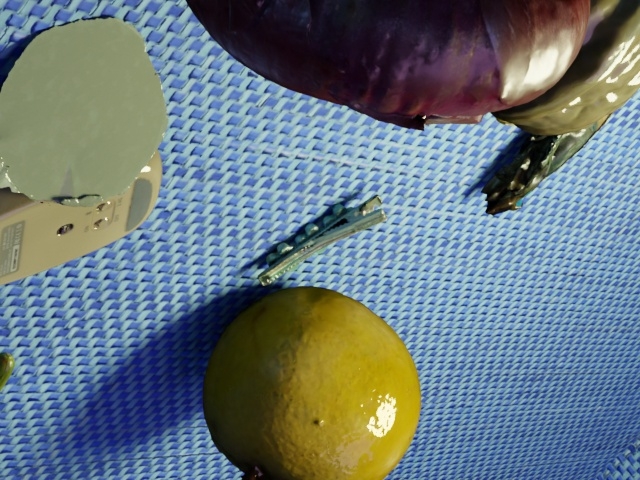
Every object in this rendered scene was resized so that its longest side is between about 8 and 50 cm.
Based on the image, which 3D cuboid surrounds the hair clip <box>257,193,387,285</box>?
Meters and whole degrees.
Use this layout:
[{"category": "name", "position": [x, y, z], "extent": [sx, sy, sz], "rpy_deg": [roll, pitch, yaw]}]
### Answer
[{"category": "hair clip", "position": [0.000, 0.000, 2.191], "extent": [0.173, 0.049, 0.049], "rpy_deg": [-30, 155, -3]}]

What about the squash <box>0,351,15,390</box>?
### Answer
[{"category": "squash", "position": [-0.354, 0.152, 2.007], "extent": [0.027, 0.027, 0.083], "rpy_deg": [-2, 138, -51]}]

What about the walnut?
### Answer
[{"category": "walnut", "position": [0.228, -0.226, 1.875], "extent": [0.248, 0.248, 0.248], "rpy_deg": [-30, 154, -16]}]

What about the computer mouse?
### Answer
[{"category": "computer mouse", "position": [-0.258, -0.036, 1.736], "extent": [0.236, 0.082, 0.145], "rpy_deg": [-22, 151, -27]}]

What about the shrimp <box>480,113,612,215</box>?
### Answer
[{"category": "shrimp", "position": [0.270, -0.140, 2.283], "extent": [0.222, 0.054, 0.290], "rpy_deg": [1, 133, -55]}]

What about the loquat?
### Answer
[{"category": "loquat", "position": [-0.013, 0.196, 2.239], "extent": [0.275, 0.275, 0.275], "rpy_deg": [-30, 154, -16]}]

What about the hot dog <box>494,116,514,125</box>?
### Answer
[{"category": "hot dog", "position": [0.239, -0.225, 2.061], "extent": [0.073, 0.084, 0.242], "rpy_deg": [-16, 149, -41]}]

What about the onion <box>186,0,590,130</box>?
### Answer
[{"category": "onion", "position": [0.059, -0.250, 1.514], "extent": [0.347, 0.347, 0.285], "rpy_deg": [-15, 132, -39]}]

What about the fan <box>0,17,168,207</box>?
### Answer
[{"category": "fan", "position": [-0.263, -0.072, 1.630], "extent": [0.310, 0.010, 0.182], "rpy_deg": [-38, 127, -22]}]
